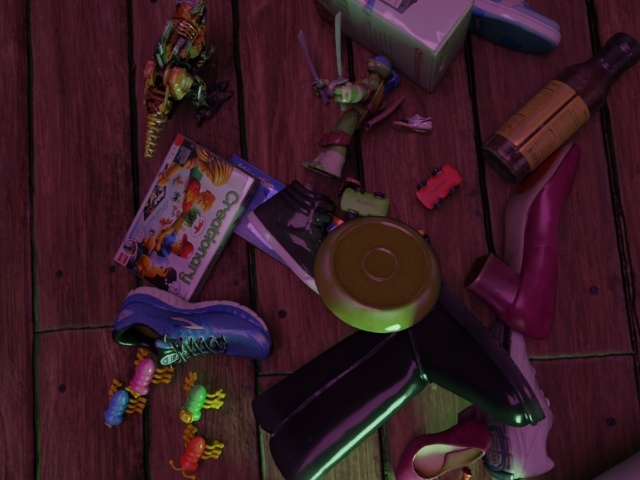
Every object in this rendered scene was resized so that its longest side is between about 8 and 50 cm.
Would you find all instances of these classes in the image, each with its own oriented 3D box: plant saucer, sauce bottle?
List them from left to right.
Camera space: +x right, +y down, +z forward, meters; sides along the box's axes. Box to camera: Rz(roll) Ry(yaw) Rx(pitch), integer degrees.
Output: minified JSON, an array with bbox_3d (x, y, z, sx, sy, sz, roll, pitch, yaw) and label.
[{"bbox_3d":[0.108,0.049,1.111,0.240,0.037,0.241,2,61,-4],"label":"plant saucer"},{"bbox_3d":[0.473,-0.260,1.181,0.344,0.111,0.111,-41,80,2],"label":"sauce bottle"}]

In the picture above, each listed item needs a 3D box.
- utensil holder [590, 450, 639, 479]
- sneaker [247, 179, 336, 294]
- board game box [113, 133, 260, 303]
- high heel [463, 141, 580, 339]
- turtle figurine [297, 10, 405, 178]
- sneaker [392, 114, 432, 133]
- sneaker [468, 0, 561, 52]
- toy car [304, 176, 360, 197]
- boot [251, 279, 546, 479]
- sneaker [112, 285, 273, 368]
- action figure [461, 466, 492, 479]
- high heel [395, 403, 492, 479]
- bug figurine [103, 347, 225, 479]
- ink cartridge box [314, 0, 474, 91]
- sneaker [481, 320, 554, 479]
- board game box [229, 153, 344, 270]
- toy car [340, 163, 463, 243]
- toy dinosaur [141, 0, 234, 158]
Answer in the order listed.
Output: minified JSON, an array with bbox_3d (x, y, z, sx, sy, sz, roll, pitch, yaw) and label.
[{"bbox_3d":[0.596,0.501,0.977,0.385,0.327,0.328,-31,81,2],"label":"utensil holder"},{"bbox_3d":[0.000,0.000,1.195,0.147,0.104,0.296,-46,76,7],"label":"sneaker"},{"bbox_3d":[-0.281,-0.042,1.273,0.192,0.053,0.305,30,98,10],"label":"board game box"},{"bbox_3d":[0.433,-0.004,1.161,0.181,0.127,0.377,37,81,-5],"label":"high heel"},{"bbox_3d":[0.014,-0.273,1.210,0.197,0.274,0.267,23,92,44],"label":"turtle figurine"},{"bbox_3d":[0.191,-0.244,1.264,0.083,0.032,0.037,8,71,4],"label":"sneaker"},{"bbox_3d":[0.363,-0.522,1.218,0.318,0.127,0.208,28,90,9],"label":"sneaker"},{"bbox_3d":[0.023,-0.119,1.260,0.121,0.060,0.041,9,53,2],"label":"toy car"},{"bbox_3d":[0.114,0.299,1.081,0.445,0.367,0.146,-34,123,0],"label":"boot"},{"bbox_3d":[-0.254,0.197,1.198,0.329,0.147,0.130,8,129,10],"label":"sneaker"},{"bbox_3d":[0.239,0.575,1.116,0.091,0.139,0.281,25,90,11],"label":"action figure"},{"bbox_3d":[0.219,0.407,1.113,0.082,0.117,0.244,44,114,-5],"label":"high heel"},{"bbox_3d":[-0.322,0.346,1.230,0.278,0.072,0.216,26,110,11],"label":"bug figurine"},{"bbox_3d":[0.132,-0.455,1.193,0.306,0.226,0.131,36,91,9],"label":"ink cartridge box"},{"bbox_3d":[0.369,0.298,1.151,0.129,0.111,0.297,7,74,-20],"label":"sneaker"},{"bbox_3d":[-0.104,-0.051,1.284,0.281,0.027,0.145,32,91,10],"label":"board game box"},{"bbox_3d":[0.150,-0.056,1.227,0.224,0.053,0.239,15,86,3],"label":"toy car"},{"bbox_3d":[-0.305,-0.336,1.246,0.164,0.218,0.322,39,90,9],"label":"toy dinosaur"}]
